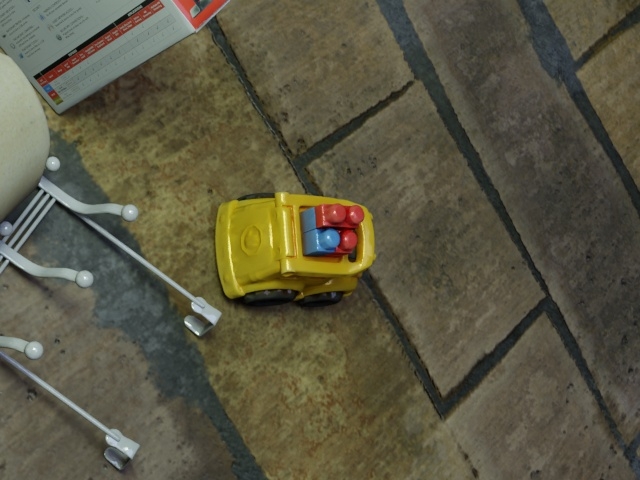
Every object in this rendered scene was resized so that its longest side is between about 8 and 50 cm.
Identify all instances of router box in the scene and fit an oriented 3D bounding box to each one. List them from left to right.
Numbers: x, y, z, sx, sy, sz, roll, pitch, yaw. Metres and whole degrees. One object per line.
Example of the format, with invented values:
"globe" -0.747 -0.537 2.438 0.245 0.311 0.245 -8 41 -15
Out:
"router box" -0.303 -0.328 1.549 0.301 0.335 0.082 52 53 -17

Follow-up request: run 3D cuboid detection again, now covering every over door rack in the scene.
"over door rack" -0.276 0.083 1.613 0.324 0.108 0.239 45 55 -21

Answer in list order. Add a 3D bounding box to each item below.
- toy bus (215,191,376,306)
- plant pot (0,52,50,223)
"toy bus" 0.000 0.000 1.794 0.220 0.211 0.149 5 74 -40
"plant pot" -0.462 -0.071 1.395 0.334 0.334 0.305 58 39 -12
